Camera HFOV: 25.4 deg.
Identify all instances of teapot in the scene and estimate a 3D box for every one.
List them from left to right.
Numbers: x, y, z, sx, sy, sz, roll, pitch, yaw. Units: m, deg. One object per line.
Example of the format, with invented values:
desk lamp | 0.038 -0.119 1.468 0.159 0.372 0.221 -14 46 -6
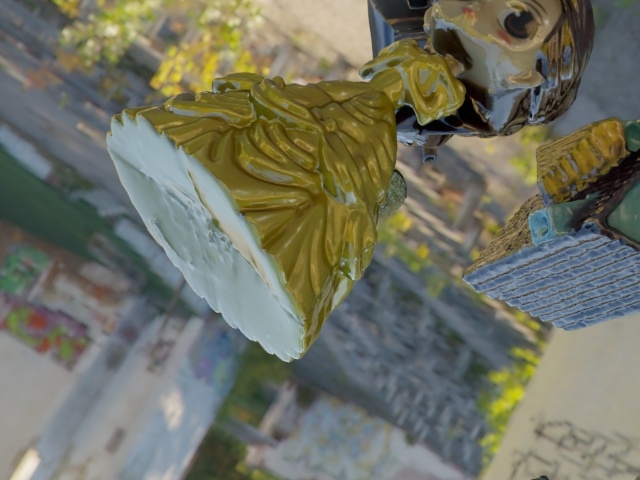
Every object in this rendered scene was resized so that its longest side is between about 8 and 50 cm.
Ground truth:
teapot | 0.088 -0.155 1.231 0.087 0.177 0.096 -5 -156 3

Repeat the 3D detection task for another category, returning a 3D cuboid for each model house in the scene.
model house | 0.288 -0.023 1.586 0.248 0.230 0.280 -3 166 -30

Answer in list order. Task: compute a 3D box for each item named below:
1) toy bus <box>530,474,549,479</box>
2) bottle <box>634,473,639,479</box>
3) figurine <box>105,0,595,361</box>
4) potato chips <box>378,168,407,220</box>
toy bus | 0.169 0.309 1.422 0.091 0.160 0.079 8 -131 -60
bottle | 0.412 0.257 1.352 0.168 0.168 0.347 31 158 -6
figurine | 0.046 -0.085 0.902 0.187 0.315 0.168 19 139 55
potato chips | 0.000 0.000 1.437 0.142 0.209 0.026 -12 -119 -46
